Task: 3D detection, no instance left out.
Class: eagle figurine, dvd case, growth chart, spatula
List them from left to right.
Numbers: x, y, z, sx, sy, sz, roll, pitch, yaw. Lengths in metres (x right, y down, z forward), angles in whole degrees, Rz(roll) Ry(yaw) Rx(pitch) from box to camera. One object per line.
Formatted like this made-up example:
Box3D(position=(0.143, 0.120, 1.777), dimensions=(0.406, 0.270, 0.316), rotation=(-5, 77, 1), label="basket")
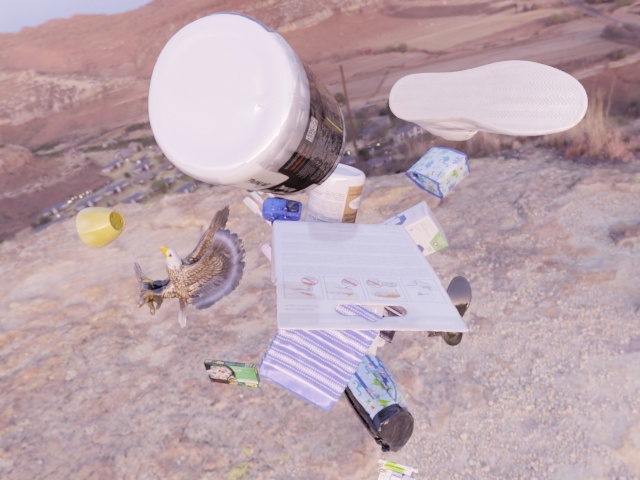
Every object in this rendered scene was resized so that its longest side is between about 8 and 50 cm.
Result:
Box3D(position=(-0.317, 0.067, 1.058), dimensions=(0.298, 0.226, 0.225), rotation=(-28, -11, -8), label="eagle figurine")
Box3D(position=(-0.222, -0.143, 1.755), dimensions=(0.242, 0.168, 0.019), rotation=(44, 40, 14), label="spatula")
Box3D(position=(0.288, 0.366, 1.969), dimensions=(0.165, 0.221, 0.018), rotation=(30, 44, 23), label="dvd case")
Box3D(position=(0.260, 0.890, 1.470), dimensions=(0.172, 0.237, 0.021), rotation=(12, -4, -4), label="growth chart")

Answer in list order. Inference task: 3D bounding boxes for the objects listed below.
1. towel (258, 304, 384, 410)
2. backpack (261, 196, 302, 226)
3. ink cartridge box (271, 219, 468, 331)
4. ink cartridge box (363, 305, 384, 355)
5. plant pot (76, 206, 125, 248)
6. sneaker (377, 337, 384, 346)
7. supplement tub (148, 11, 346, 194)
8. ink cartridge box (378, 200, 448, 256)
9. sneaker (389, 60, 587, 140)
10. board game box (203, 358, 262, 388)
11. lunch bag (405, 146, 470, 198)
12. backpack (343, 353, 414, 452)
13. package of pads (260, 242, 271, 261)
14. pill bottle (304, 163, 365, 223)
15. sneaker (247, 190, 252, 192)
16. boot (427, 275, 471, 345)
Box3D(position=(-0.008, 0.290, 1.143), dimensions=(0.243, 0.336, 0.040), rotation=(28, 19, 4), label="towel")
Box3D(position=(-0.132, -0.091, 1.390), dimensions=(0.120, 0.101, 0.098), rotation=(13, -18, -23), label="backpack")
Box3D(position=(0.061, 0.079, 0.819), dimensions=(0.308, 0.091, 0.385), rotation=(2, 28, -8), label="ink cartridge box")
Box3D(position=(0.051, 0.248, 1.373), dimensions=(0.283, 0.117, 0.207), rotation=(1, 62, 28), label="ink cartridge box")
Box3D(position=(-0.677, -0.051, 1.330), dimensions=(0.095, 0.134, 0.134), rotation=(-14, 28, 16), label="plant pot")
Box3D(position=(0.318, 0.497, 2.208), dimensions=(0.115, 0.232, 0.090), rotation=(23, 58, 36), label="sneaker")
Box3D(position=(-0.079, -0.177, 0.652), dimensions=(0.207, 0.207, 0.338), rotation=(-9, 0, 16), label="supplement tub")
Box3D(position=(0.294, -0.011, 1.418), dimensions=(0.212, 0.154, 0.093), rotation=(-27, 34, 23), label="ink cartridge box")
Box3D(position=(0.284, -0.226, 0.717), dimensions=(0.293, 0.108, 0.169), rotation=(16, 11, 30), label="sneaker")
Box3D(position=(-0.407, 0.617, 1.957), dimensions=(0.260, 0.136, 0.030), rotation=(1, 29, 17), label="board game box")
Box3D(position=(0.350, -0.214, 1.276), dimensions=(0.129, 0.096, 0.151), rotation=(-42, 46, -7), label="lunch bag")
Box3D(position=(0.211, 0.618, 1.699), dimensions=(0.273, 0.290, 0.356), rotation=(-46, 45, -16), label="backpack")
Box3D(position=(-0.139, 0.050, 1.253), dimensions=(0.032, 0.050, 0.083), rotation=(-41, 67, -6), label="package of pads")
Box3D(position=(0.028, -0.074, 1.083), dimensions=(0.131, 0.229, 0.131), rotation=(10, 24, -4), label="pill bottle")
Box3D(position=(-0.165, -0.247, 1.227), dimensions=(0.118, 0.083, 0.222), rotation=(-29, 35, 46), label="sneaker")
Box3D(position=(0.446, 0.247, 1.538), dimensions=(0.091, 0.262, 0.229), rotation=(11, 1, -6), label="boot")
